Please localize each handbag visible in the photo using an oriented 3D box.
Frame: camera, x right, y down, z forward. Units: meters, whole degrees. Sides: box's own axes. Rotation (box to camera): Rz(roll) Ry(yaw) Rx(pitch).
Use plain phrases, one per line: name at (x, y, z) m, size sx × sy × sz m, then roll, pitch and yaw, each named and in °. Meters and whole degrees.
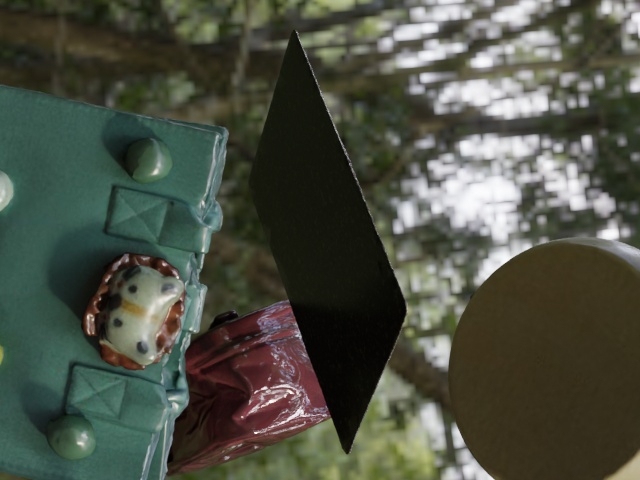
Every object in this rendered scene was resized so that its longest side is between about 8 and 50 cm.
handbag at (-0.091, 0.147, 1.844) m, size 0.225 × 0.146 × 0.135 m, roll -32°, pitch -102°, yaw 59°
handbag at (-0.215, 0.022, 1.276) m, size 0.100 × 0.274 × 0.268 m, roll 24°, pitch 80°, yaw -79°

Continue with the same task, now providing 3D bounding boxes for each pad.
pad at (0.000, 0.000, 1.667) m, size 0.220 × 0.004 × 0.330 m, roll 110°, pitch -32°, yaw -48°

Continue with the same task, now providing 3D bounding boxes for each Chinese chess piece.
Chinese chess piece at (0.252, 0.128, 1.803) m, size 0.273 × 0.102 × 0.273 m, roll -9°, pitch -105°, yaw 34°
